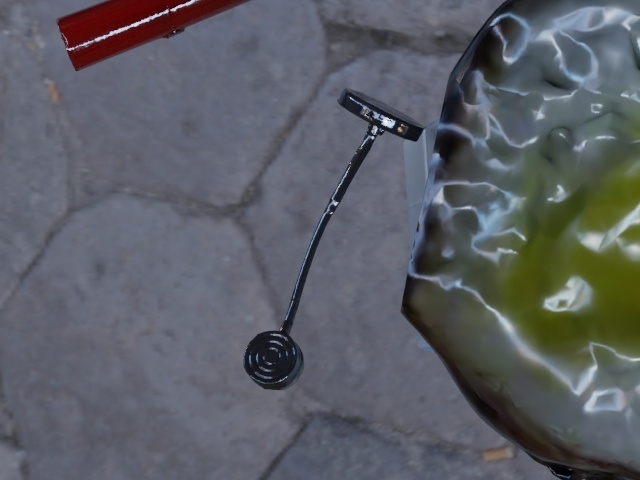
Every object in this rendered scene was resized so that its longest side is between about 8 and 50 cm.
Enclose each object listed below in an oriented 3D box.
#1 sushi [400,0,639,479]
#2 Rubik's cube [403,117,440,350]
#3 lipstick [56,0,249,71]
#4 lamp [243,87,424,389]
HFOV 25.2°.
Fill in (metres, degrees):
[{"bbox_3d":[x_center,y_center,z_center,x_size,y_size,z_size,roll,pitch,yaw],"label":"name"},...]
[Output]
[{"bbox_3d":[0.210,0.005,0.726,0.299,0.294,0.281,35,92,12],"label":"sushi"},{"bbox_3d":[0.287,-0.017,1.781,0.291,0.290,0.291,-1,84,-15],"label":"Rubik's cube"},{"bbox_3d":[-0.191,-0.295,1.803,0.279,0.073,0.073,-22,79,-7],"label":"lipstick"},{"bbox_3d":[-0.005,-0.014,1.658,0.130,0.108,0.371,29,79,18],"label":"lamp"}]
